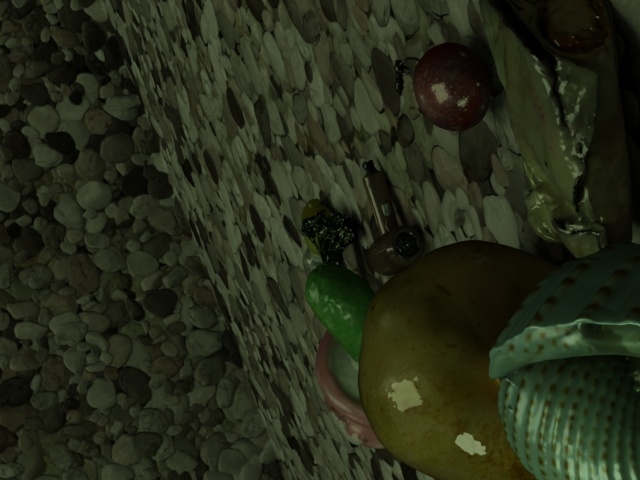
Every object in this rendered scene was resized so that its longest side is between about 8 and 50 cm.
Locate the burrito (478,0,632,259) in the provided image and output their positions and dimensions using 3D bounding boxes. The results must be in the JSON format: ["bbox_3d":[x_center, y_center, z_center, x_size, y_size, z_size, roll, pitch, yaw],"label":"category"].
[{"bbox_3d":[0.242,-0.135,1.181,0.175,0.107,0.348,17,124,67],"label":"burrito"}]

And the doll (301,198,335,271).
[{"bbox_3d":[0.000,0.000,2.195,0.106,0.062,0.163,52,155,42],"label":"doll"}]

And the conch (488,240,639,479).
[{"bbox_3d":[0.312,0.114,1.071,0.303,0.319,0.215,67,-148,-43],"label":"conch"}]

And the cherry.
[{"bbox_3d":[0.147,-0.186,1.457,0.107,0.090,0.225,61,170,-11],"label":"cherry"}]

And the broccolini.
[{"bbox_3d":[0.067,0.060,2.082,0.272,0.062,0.123,59,151,-4],"label":"broccolini"}]

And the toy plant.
[{"bbox_3d":[0.119,0.197,1.830,0.317,0.210,0.356,37,151,19],"label":"toy plant"}]

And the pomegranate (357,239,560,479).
[{"bbox_3d":[0.193,0.146,1.360,0.319,0.319,0.319,58,160,35],"label":"pomegranate"}]

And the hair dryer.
[{"bbox_3d":[0.100,-0.040,1.840,0.117,0.064,0.182,140,113,-72],"label":"hair dryer"}]
